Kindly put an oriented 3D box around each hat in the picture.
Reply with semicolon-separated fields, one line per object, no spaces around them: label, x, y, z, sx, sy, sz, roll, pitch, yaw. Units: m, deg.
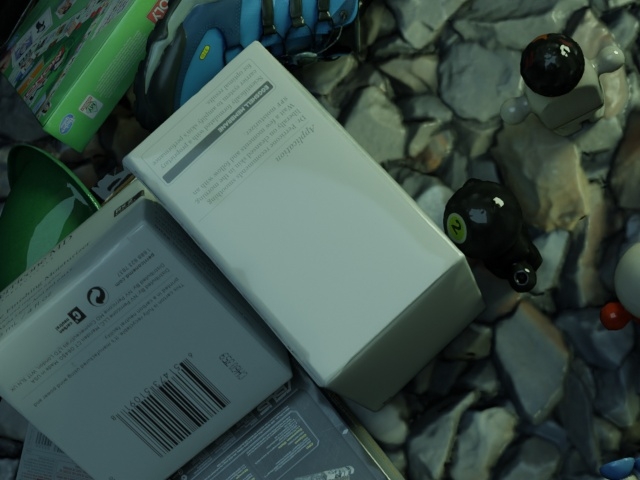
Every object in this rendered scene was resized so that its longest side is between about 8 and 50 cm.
hat;-0.275;0.049;1.050;0.183;0.173;0.208;-37;93;-29

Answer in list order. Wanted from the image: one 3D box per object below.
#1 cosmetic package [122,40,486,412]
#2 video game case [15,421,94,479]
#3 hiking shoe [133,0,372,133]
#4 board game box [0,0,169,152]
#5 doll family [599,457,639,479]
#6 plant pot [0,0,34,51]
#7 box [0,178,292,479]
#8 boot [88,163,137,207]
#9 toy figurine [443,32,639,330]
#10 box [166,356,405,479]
cosmetic package;0.000;0.000;0.942;0.138;0.224;0.224;-42;74;0
video game case;-0.194;0.256;1.089;0.190;0.022;0.173;8;81;22
hiking shoe;-0.031;-0.192;1.044;0.132;0.113;0.304;37;75;15
board game box;-0.170;-0.250;1.122;0.317;0.046;0.213;-53;35;4
doll family;0.320;0.221;0.863;0.263;0.118;0.163;-15;66;-1
plant pot;-0.377;-0.328;1.212;0.167;0.187;0.188;31;90;37
box;-0.149;0.080;0.989;0.181;0.119;0.182;-40;111;7
boot;-0.109;-0.035;1.106;0.198;0.077;0.137;-42;82;5
toy figurine;0.218;-0.045;0.926;0.213;0.148;0.209;22;87;24
box;-0.047;0.237;1.003;0.231;0.056;0.183;-42;72;4
